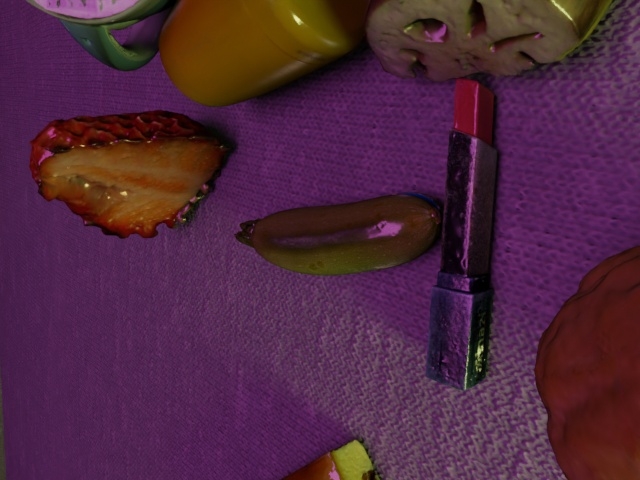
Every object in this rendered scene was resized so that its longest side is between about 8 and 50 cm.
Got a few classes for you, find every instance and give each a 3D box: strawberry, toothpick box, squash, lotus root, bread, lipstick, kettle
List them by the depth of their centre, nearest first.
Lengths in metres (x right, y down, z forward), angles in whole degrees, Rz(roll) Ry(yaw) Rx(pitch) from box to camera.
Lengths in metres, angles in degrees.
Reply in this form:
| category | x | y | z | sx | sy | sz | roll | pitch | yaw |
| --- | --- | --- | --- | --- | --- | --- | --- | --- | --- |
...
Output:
| category | x | y | z | sx | sy | sz | roll | pitch | yaw |
| --- | --- | --- | --- | --- | --- | --- | --- | --- | --- |
| lotus root | 0.132 | -0.229 | 0.454 | 0.235 | 0.138 | 0.118 | 11 | 73 | 49 |
| lipstick | 0.151 | -0.006 | 0.528 | 0.051 | 0.051 | 0.312 | 11 | 101 | 45 |
| toothpick box | -0.085 | -0.270 | 0.639 | 0.271 | 0.175 | 0.174 | -10 | 89 | 47 |
| squash | 0.000 | 0.000 | 0.652 | 0.341 | 0.095 | 0.094 | -4 | 93 | 42 |
| kettle | -0.269 | -0.399 | 0.714 | 0.247 | 0.342 | 0.319 | 14 | 114 | -3 |
| bread | -0.039 | 0.419 | 0.753 | 0.361 | 0.077 | 0.138 | -46 | 66 | 38 |
| strawberry | -0.314 | -0.118 | 0.823 | 0.150 | 0.280 | 0.253 | 61 | 141 | 23 |

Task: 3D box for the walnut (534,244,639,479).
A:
| category | x | y | z | sx | sy | sz | roll | pitch | yaw |
| --- | --- | --- | --- | --- | --- | --- | --- | --- | --- |
| walnut | 0.267 | 0.091 | 0.301 | 0.257 | 0.225 | 0.257 | -47 | 35 | 49 |
